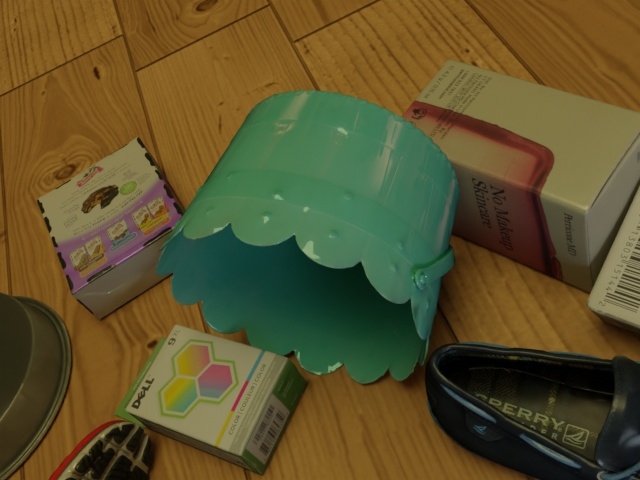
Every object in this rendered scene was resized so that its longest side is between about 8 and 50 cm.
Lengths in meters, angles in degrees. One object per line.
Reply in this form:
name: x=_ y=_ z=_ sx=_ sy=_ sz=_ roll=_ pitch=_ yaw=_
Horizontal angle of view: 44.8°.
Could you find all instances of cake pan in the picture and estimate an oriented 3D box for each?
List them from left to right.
cake pan: x=-0.448 y=0.181 z=0.948 sx=0.293 sy=0.054 sz=0.293 roll=-12 pitch=51 yaw=15

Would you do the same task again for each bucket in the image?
bucket: x=0.000 y=0.000 z=0.767 sx=0.281 sy=0.281 sz=0.183 roll=8 pitch=59 yaw=27

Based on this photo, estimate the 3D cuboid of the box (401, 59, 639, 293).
box: x=0.207 y=-0.070 z=0.809 sx=0.232 sy=0.148 sz=0.127 roll=27 pitch=69 yaw=36

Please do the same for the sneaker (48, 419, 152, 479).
sneaker: x=-0.285 y=0.288 z=0.772 sx=0.118 sy=0.107 sz=0.279 roll=15 pitch=59 yaw=41

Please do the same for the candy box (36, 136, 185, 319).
candy box: x=-0.263 y=-0.021 z=1.016 sx=0.165 sy=0.070 sz=0.196 roll=-33 pitch=50 yaw=-4

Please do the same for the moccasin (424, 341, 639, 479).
moccasin: x=0.243 y=0.162 z=0.638 sx=0.342 sy=0.117 sz=0.137 roll=4 pitch=56 yaw=24

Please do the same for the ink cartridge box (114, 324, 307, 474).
ink cartridge box: x=-0.132 y=0.159 z=0.830 sx=0.209 sy=0.062 sz=0.109 roll=12 pitch=61 yaw=30

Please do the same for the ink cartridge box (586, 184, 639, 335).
ink cartridge box: x=0.414 y=-0.024 z=0.669 sx=0.261 sy=0.066 sz=0.296 roll=23 pitch=85 yaw=41
